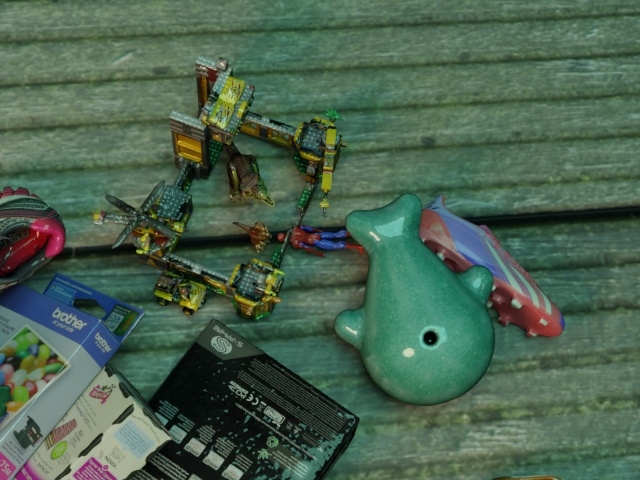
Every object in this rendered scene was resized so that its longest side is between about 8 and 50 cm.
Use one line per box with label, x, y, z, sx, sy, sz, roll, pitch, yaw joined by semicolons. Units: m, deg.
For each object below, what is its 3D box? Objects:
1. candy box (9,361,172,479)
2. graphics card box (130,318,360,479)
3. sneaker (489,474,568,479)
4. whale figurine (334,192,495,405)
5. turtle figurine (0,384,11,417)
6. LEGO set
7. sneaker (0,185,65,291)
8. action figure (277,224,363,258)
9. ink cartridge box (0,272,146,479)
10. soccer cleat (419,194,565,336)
candy box;-0.298;0.263;1.730;0.233;0.159;0.071;-44;117;-5
graphics card box;-0.148;0.306;1.796;0.232;0.094;0.371;32;70;10
sneaker;0.328;0.360;1.859;0.290;0.123;0.106;10;68;-8
whale figurine;0.119;0.076;1.880;0.216;0.141;0.272;-17;88;0
turtle figurine;-0.472;0.164;1.680;0.234;0.118;0.175;28;107;24
LEGO set;-0.109;-0.076;1.875;0.255;0.192;0.331;29;71;8
sneaker;-0.453;0.037;1.808;0.299;0.112;0.121;-36;124;-18
action figure;0.000;0.000;1.969;0.115;0.030;0.038;6;65;-3
ink cartridge box;-0.373;0.164;1.779;0.185;0.065;0.311;19;60;41
soccer cleat;0.231;0.035;1.974;0.248;0.083;0.095;33;65;5
